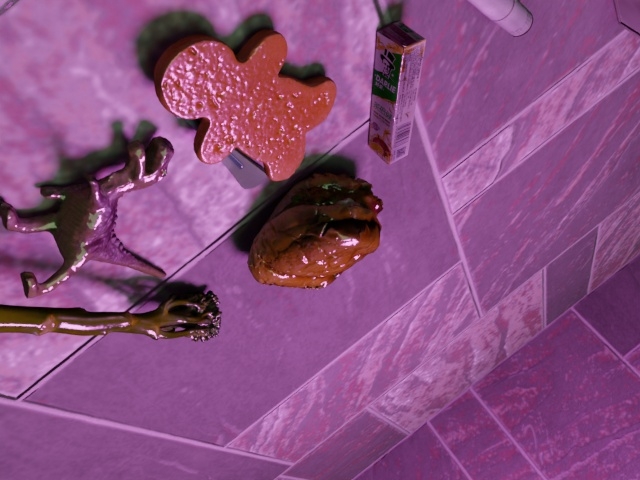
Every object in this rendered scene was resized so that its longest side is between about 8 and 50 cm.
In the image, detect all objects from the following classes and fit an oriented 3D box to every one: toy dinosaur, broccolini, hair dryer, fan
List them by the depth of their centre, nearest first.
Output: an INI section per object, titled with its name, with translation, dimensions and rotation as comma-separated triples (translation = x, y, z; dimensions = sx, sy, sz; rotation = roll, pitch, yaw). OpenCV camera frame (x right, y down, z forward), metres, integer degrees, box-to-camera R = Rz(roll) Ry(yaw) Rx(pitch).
[toy dinosaur]
translation = -0.250, -0.002, 0.695
dimensions = 0.199, 0.072, 0.251
rotation = -24, 139, -37
[fan]
translation = -0.121, -0.111, 0.732
dimensions = 0.038, 0.016, 0.193
rotation = -39, 150, 6
[broccolini]
translation = -0.261, 0.097, 0.772
dimensions = 0.074, 0.079, 0.392
rotation = -32, 158, 21
[hair dryer]
translation = 0.270, -0.371, 0.778
dimensions = 0.155, 0.044, 0.183
rotation = 4, 124, -50

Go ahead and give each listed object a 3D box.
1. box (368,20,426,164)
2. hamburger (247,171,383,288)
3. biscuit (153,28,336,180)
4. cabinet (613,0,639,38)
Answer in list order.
[box]
translation = 0.101, -0.193, 0.820
dimensions = 0.041, 0.050, 0.207
rotation = -30, 148, -20
[hamburger]
translation = 0.000, 0.000, 0.899
dimensions = 0.183, 0.130, 0.206
rotation = 9, 128, -48
[biscuit]
translation = -0.085, -0.159, 0.684
dimensions = 0.250, 0.036, 0.165
rotation = 11, 115, -53
[cabinet]
translation = 0.549, -0.403, 0.913
dimensions = 0.150, 0.145, 0.206
rotation = -46, 148, 15
